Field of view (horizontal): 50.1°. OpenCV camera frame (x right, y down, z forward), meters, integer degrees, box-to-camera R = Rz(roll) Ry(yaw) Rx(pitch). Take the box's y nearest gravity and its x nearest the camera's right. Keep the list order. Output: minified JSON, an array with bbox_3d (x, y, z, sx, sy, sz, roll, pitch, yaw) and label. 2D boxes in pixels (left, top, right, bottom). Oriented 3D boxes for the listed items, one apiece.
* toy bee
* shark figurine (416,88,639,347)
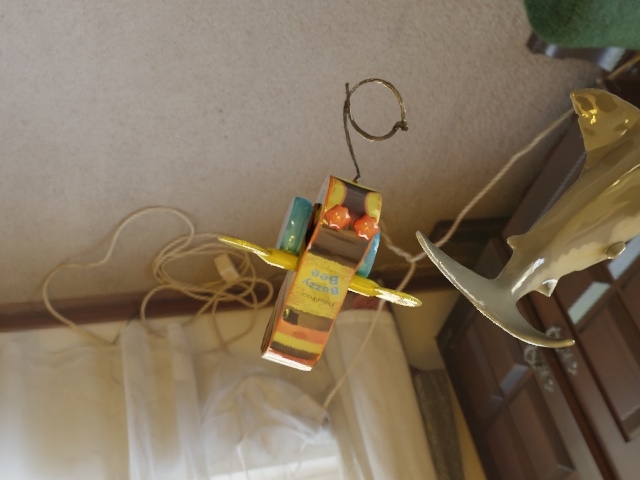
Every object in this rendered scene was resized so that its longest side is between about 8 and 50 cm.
[{"bbox_3d":[0.000,0.000,0.651,0.195,0.162,0.298,-2,103,-2],"label":"toy bee"},{"bbox_3d":[0.177,-0.038,0.440,0.278,0.116,0.166,-28,180,-8],"label":"shark figurine"}]
